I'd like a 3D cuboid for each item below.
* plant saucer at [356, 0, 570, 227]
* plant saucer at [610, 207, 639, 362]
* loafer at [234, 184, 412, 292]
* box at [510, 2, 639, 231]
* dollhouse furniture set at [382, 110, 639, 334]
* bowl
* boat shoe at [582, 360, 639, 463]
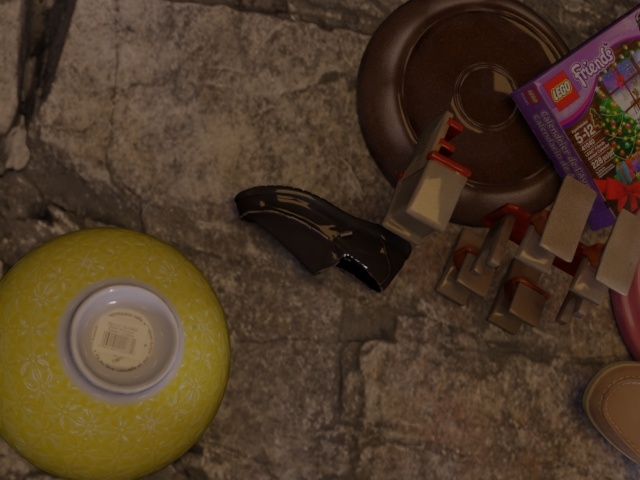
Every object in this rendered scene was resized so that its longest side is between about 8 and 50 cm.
[{"bbox_3d":[0.198,-0.172,1.911,0.311,0.050,0.310,3,79,-17],"label":"plant saucer"},{"bbox_3d":[0.530,0.058,1.943,0.332,0.084,0.332,3,79,-15],"label":"plant saucer"},{"bbox_3d":[0.000,0.000,1.798,0.220,0.080,0.078,20,74,-12],"label":"loafer"},{"bbox_3d":[0.394,-0.170,1.928,0.293,0.057,0.201,-36,96,-29],"label":"box"},{"bbox_3d":[0.215,-0.021,1.768,0.259,0.262,0.135,30,69,-12],"label":"dollhouse furniture set"},{"bbox_3d":[-0.223,0.114,1.671,0.290,0.156,0.289,3,78,-15],"label":"bowl"},{"bbox_3d":[0.468,0.258,1.851,0.341,0.110,0.121,31,99,-10],"label":"boat shoe"}]
